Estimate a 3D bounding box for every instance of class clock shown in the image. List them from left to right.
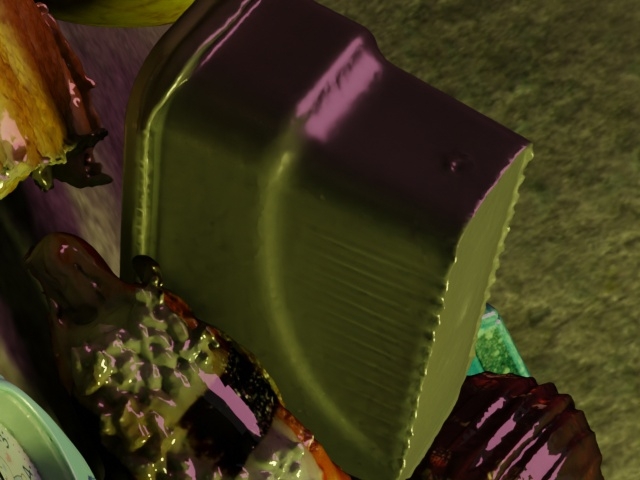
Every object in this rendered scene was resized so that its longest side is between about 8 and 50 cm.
[{"bbox_3d":[-0.126,0.099,0.689,0.147,0.045,0.108,57,9,-41],"label":"clock"}]

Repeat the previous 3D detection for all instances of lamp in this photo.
[{"bbox_3d":[0.101,0.201,1.233,0.247,0.247,0.247,62,7,-14],"label":"lamp"}]

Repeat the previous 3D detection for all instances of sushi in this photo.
[{"bbox_3d":[-0.072,0.091,0.908,0.226,0.097,0.103,48,4,-8],"label":"sushi"}]

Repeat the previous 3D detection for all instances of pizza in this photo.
[{"bbox_3d":[-0.174,-0.083,0.898,0.287,0.075,0.280,55,15,-61],"label":"pizza"}]

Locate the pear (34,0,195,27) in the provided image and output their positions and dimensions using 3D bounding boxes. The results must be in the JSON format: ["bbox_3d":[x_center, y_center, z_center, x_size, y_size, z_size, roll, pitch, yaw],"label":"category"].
[{"bbox_3d":[-0.128,-0.255,1.079,0.283,0.284,0.283,62,7,-14],"label":"pear"}]

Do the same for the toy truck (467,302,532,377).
[{"bbox_3d":[0.070,0.118,1.431,0.155,0.156,0.279,22,-35,57],"label":"toy truck"}]

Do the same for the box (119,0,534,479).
[{"bbox_3d":[0.000,0.000,0.963,0.138,0.178,0.274,-54,163,-37],"label":"box"}]
